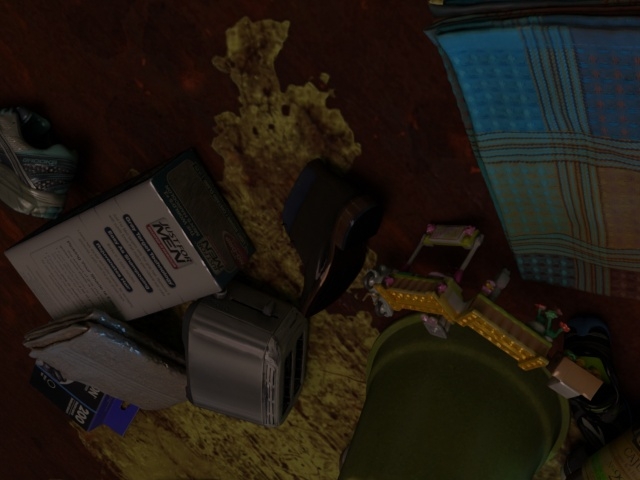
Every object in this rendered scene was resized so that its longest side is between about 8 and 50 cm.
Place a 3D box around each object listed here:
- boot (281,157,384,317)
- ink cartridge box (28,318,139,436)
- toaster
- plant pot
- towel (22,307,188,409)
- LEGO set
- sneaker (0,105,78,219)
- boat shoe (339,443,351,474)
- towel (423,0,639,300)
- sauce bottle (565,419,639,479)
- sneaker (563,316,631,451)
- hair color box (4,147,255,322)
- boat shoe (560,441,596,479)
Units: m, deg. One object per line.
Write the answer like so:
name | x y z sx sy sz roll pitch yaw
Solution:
boot | 0.000 0.000 0.869 0.106 0.082 0.219 48 136 24
ink cartridge box | -0.423 0.259 1.249 0.208 0.045 0.206 36 128 3
toaster | -0.105 0.169 0.974 0.146 0.129 0.227 16 124 17
plant pot | 0.137 0.265 0.821 0.276 0.254 0.276 14 123 21
towel | -0.300 0.196 1.067 0.187 0.049 0.282 -20 138 36
LEGO set | 0.181 0.061 0.762 0.287 0.107 0.132 20 153 33
sneaker | -0.457 -0.149 1.008 0.283 0.110 0.122 35 98 17
boat shoe | 0.126 0.430 1.006 0.302 0.113 0.103 64 149 8
towel | 0.261 -0.050 0.582 0.271 0.040 0.370 11 150 36
sauce bottle | 0.411 0.197 0.706 0.111 0.111 0.344 41 113 1
sneaker | 0.312 0.179 0.788 0.067 0.078 0.188 -7 117 30
hair color box | -0.281 0.017 0.990 0.347 0.105 0.174 -18 111 35
boat shoe | 0.397 0.310 0.824 0.206 0.075 0.065 24 129 19
